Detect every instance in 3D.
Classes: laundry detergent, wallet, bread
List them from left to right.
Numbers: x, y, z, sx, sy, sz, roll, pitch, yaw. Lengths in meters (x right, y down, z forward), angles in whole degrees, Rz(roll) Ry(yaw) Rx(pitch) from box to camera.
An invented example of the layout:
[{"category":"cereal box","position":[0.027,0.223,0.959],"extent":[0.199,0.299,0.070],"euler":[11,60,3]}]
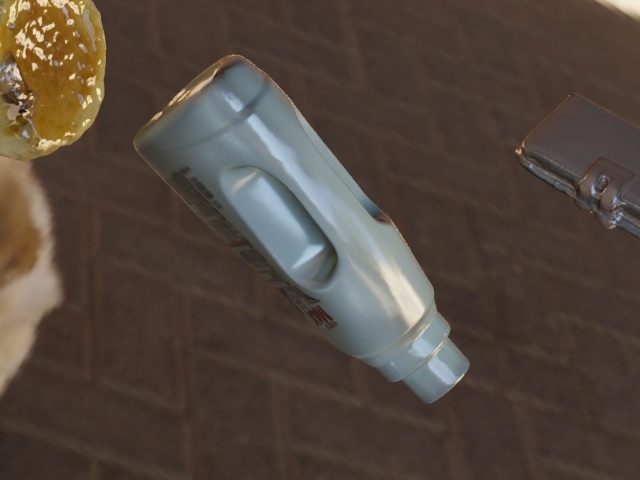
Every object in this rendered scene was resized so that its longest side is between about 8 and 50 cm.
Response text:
[{"category":"bread","position":[-0.360,-0.213,2.248],"extent":[0.134,0.244,0.244],"euler":[8,10,35]},{"category":"laundry detergent","position":[0.000,0.000,1.908],"extent":[0.398,0.125,0.264],"euler":[48,-17,-8]},{"category":"wallet","position":[0.237,-0.052,1.521],"extent":[0.153,0.038,0.118],"euler":[34,40,17]}]
